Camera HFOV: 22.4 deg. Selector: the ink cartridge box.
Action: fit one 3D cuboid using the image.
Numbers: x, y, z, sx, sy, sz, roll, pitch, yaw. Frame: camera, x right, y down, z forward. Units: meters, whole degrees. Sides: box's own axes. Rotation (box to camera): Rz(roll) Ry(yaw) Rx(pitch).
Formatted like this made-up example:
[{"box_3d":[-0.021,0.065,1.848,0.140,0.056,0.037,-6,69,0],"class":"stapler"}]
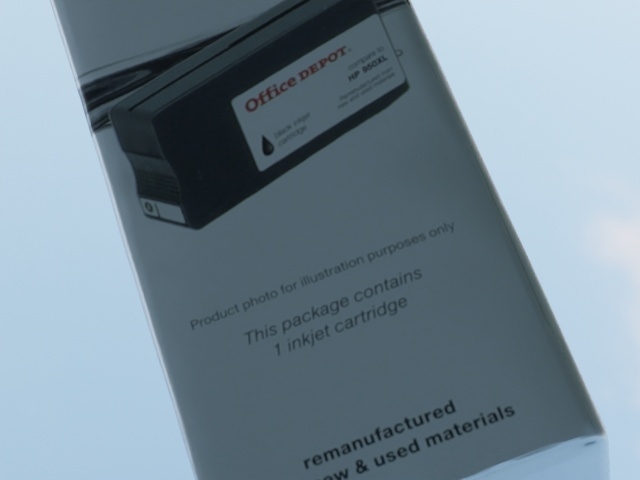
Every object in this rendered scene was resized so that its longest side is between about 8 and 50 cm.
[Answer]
[{"box_3d":[0.000,0.000,0.826,0.166,0.285,0.395,-21,-118,1],"class":"ink cartridge box"}]
